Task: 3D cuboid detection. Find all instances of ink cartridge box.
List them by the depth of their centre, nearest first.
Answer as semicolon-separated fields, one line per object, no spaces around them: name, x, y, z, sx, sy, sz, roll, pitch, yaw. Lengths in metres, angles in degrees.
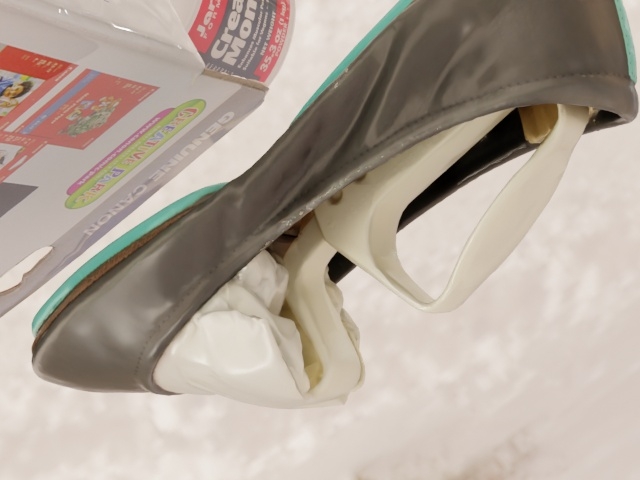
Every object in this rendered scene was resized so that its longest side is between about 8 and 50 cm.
ink cartridge box;-0.217;-0.036;0.725;0.309;0.130;0.272;-37;160;18

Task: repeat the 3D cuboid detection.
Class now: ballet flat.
ballet flat;0.000;0.000;0.656;0.280;0.096;0.095;-40;157;27

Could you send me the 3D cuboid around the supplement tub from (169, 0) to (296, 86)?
supplement tub;-0.146;-0.186;1.313;0.191;0.191;0.272;-40;165;13
